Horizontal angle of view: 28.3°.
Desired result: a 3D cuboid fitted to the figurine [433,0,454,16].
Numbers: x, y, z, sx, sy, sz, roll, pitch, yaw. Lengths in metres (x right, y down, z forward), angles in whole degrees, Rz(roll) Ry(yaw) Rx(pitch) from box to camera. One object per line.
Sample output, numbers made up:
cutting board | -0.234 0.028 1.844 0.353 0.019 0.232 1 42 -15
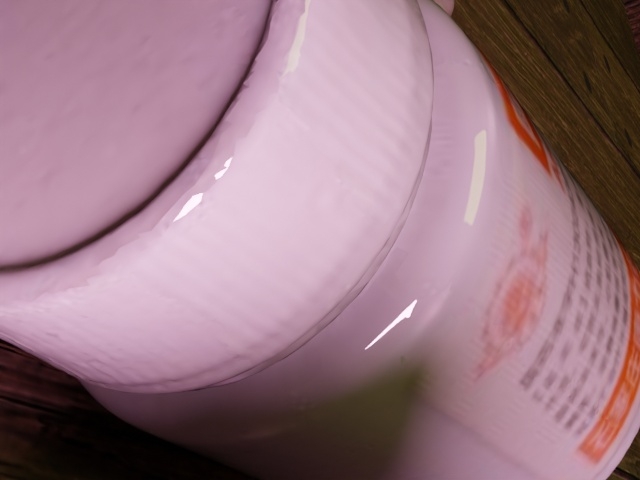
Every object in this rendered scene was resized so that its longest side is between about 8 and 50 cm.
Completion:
figurine | 0.043 -0.107 0.671 0.072 0.054 0.129 -43 133 -30

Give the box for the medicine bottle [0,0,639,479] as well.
medicine bottle | 0.000 0.000 0.551 0.371 0.211 0.211 39 38 -53
